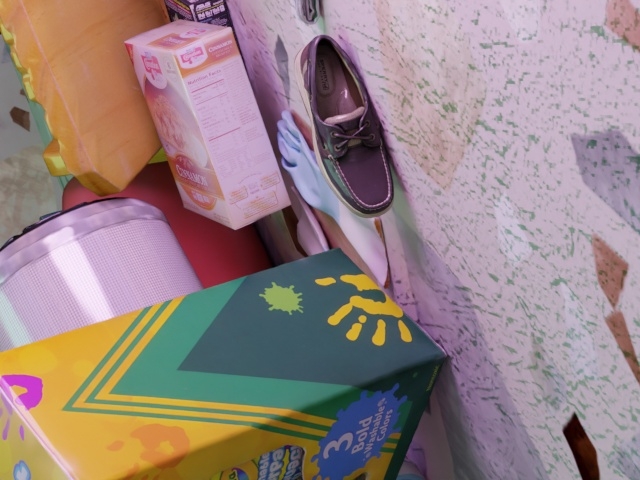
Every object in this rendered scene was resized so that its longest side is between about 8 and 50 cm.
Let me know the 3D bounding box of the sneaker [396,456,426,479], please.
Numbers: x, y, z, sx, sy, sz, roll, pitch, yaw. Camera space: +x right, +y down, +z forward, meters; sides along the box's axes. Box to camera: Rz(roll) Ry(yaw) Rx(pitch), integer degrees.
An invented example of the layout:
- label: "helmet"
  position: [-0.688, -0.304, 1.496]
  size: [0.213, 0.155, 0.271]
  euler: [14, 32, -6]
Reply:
- label: "sneaker"
  position: [0.007, 0.217, 1.671]
  size: [0.208, 0.127, 0.319]
  euler: [62, 165, 17]

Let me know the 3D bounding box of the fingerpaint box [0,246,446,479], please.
- label: "fingerpaint box"
  position: [-0.127, 0.261, 1.398]
  size: [0.163, 0.371, 0.444]
  euler: [45, 133, 32]

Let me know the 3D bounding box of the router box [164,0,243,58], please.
- label: "router box"
  position: [-0.122, -0.218, 1.661]
  size: [0.122, 0.038, 0.092]
  euler: [41, 151, 62]

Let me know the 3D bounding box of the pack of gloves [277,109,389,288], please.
- label: "pack of gloves"
  position: [0.000, 0.000, 1.518]
  size: [0.232, 0.046, 0.195]
  euler: [53, 161, 48]

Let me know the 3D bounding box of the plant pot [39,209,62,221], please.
- label: "plant pot"
  position: [-0.268, 0.065, 2.354]
  size: [0.290, 0.195, 0.290]
  euler: [60, 164, 29]

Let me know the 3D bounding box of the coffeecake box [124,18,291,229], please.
- label: "coffeecake box"
  position: [-0.112, -0.117, 1.579]
  size: [0.142, 0.068, 0.185]
  euler: [23, 134, 63]

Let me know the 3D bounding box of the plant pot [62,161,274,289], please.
- label: "plant pot"
  position: [-0.182, 0.035, 1.874]
  size: [0.275, 0.275, 0.243]
  euler: [106, 150, -70]

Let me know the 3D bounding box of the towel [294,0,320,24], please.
- label: "towel"
  position: [-0.043, -0.260, 1.312]
  size: [0.113, 0.023, 0.152]
  euler: [86, 158, -51]

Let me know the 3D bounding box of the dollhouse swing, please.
- label: "dollhouse swing"
  position: [-0.309, -0.212, 1.683]
  size: [0.315, 0.305, 0.346]
  euler: [-6, 115, 35]

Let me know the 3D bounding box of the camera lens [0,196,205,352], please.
- label: "camera lens"
  position: [-0.205, 0.111, 1.602]
  size: [0.274, 0.219, 0.219]
  euler: [60, 165, 16]

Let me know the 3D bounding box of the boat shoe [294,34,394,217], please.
- label: "boat shoe"
  position: [0.018, -0.091, 1.274]
  size: [0.049, 0.056, 0.152]
  euler: [113, 133, -79]
